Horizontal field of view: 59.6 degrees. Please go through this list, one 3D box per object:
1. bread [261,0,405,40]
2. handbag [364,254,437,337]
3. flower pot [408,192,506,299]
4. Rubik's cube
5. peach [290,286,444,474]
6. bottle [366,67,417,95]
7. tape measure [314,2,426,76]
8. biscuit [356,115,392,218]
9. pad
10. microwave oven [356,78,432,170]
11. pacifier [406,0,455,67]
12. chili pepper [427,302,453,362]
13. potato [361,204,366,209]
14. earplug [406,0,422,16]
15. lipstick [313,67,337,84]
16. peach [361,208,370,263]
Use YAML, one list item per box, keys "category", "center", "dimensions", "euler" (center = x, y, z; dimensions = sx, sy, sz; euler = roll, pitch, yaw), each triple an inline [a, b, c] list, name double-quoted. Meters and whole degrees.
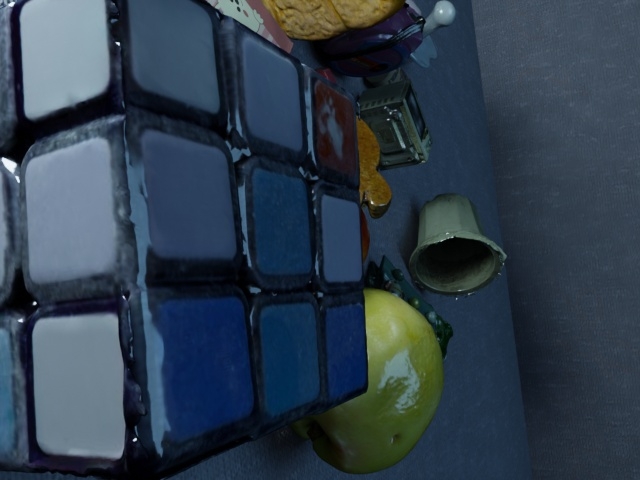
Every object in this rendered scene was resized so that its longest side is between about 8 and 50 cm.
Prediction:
- category: "bread"
  center: [-0.003, -0.549, 1.035]
  dimensions: [0.337, 0.327, 0.148]
  euler: [47, 55, -42]
- category: "handbag"
  center: [0.217, 0.209, 1.418]
  dimensions: [0.274, 0.100, 0.269]
  euler: [51, 31, -28]
- category: "flower pot"
  center: [0.417, 0.003, 1.759]
  dimensions: [0.259, 0.290, 0.290]
  euler: [-83, 150, -47]
- category: "Rubik's cube"
  center: [-0.175, 0.008, 0.556]
  dimensions: [0.358, 0.363, 0.363]
  euler: [0, 82, -59]
- category: "peach"
  center: [0.069, 0.239, 1.009]
  dimensions: [0.281, 0.314, 0.316]
  euler: [38, 69, -5]
- category: "bottle"
  center: [0.218, -0.463, 1.649]
  dimensions: [0.209, 0.110, 0.097]
  euler: [26, 92, -56]
- category: "tape measure"
  center: [0.119, -0.498, 1.337]
  dimensions: [0.231, 0.245, 0.150]
  euler: [-1, 82, -45]
- category: "biscuit"
  center: [-0.019, -0.131, 0.987]
  dimensions: [0.063, 0.314, 0.368]
  euler: [-62, -179, 45]
- category: "pad"
  center: [-0.155, -0.420, 1.002]
  dimensions: [0.300, 0.005, 0.202]
  euler: [47, 38, -34]
- category: "microwave oven"
  center: [0.201, -0.307, 1.521]
  dimensions: [0.205, 0.162, 0.129]
  euler: [59, 35, -35]
- category: "pacifier"
  center: [0.330, -0.696, 1.807]
  dimensions: [0.239, 0.225, 0.287]
  euler: [55, 33, -10]
- category: "chili pepper"
  center: [0.331, 0.270, 1.687]
  dimensions: [0.136, 0.099, 0.270]
  euler: [-59, 146, -14]
- category: "potato"
  center: [0.017, -0.147, 1.172]
  dimensions: [0.234, 0.146, 0.150]
  euler: [42, 13, -23]
- category: "earplug"
  center: [0.139, -0.717, 1.543]
  dimensions: [0.301, 0.172, 0.172]
  euler: [53, 39, -31]
- category: "lipstick"
  center: [0.067, -0.293, 1.390]
  dimensions: [0.312, 0.051, 0.051]
  euler: [62, 35, -31]
- category: "peach"
  center: [0.000, 0.000, 1.051]
  dimensions: [0.190, 0.190, 0.192]
  euler: [67, 30, -26]
